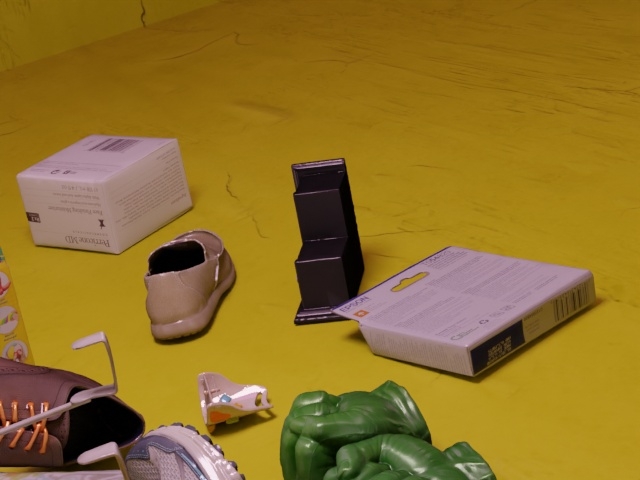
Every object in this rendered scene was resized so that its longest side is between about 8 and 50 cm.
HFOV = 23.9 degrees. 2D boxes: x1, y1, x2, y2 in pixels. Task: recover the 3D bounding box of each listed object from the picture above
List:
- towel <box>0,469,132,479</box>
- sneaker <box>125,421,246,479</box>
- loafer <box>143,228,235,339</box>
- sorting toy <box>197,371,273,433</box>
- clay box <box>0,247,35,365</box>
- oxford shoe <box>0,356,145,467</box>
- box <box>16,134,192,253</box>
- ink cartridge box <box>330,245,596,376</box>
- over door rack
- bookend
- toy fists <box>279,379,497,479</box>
[{"bbox_3d":[-0.354,0.323,1.348,0.320,0.090,0.374,-1,23,17],"label":"towel"},{"bbox_3d":[-0.106,0.260,1.306,0.122,0.110,0.283,-30,39,-25],"label":"sneaker"},{"bbox_3d":[-0.171,0.036,1.966,0.102,0.092,0.268,-9,21,5],"label":"loafer"},{"bbox_3d":[-0.091,0.176,1.649,0.075,0.045,0.083,-7,20,-9],"label":"sorting toy"},{"bbox_3d":[-0.397,0.115,1.700,0.127,0.222,0.053,-23,24,-30],"label":"clay box"},{"bbox_3d":[-0.323,0.166,1.496,0.132,0.130,0.363,4,-2,35],"label":"oxford shoe"},{"bbox_3d":[-0.324,-0.073,2.282,0.181,0.119,0.182,5,27,35],"label":"box"},{"bbox_3d":[0.165,0.078,1.760,0.223,0.045,0.224,-26,25,-35],"label":"ink cartridge box"},{"bbox_3d":[-0.285,0.236,1.235,0.324,0.108,0.239,-31,23,0],"label":"over door rack"},{"bbox_3d":[0.000,0.000,1.886,0.072,0.156,0.157,-6,23,11],"label":"bookend"},{"bbox_3d":[0.050,0.211,1.413,0.142,0.096,0.279,-19,24,-17],"label":"toy fists"}]
